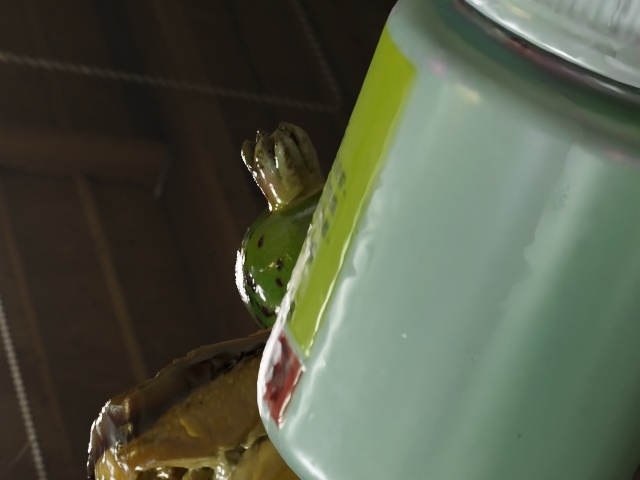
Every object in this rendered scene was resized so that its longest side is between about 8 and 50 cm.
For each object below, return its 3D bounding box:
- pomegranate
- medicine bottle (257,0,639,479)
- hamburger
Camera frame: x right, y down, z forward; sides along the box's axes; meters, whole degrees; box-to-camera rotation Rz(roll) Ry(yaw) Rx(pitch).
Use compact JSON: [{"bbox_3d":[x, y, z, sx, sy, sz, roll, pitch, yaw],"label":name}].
[{"bbox_3d":[0.000,0.000,1.499,0.202,0.202,0.248,-43,-68,-52],"label":"pomegranate"},{"bbox_3d":[0.074,-0.015,0.516,0.139,0.225,0.139,17,-155,-8],"label":"medicine bottle"},{"bbox_3d":[-0.007,0.137,1.052,0.304,0.284,0.174,-33,-109,-11],"label":"hamburger"}]
